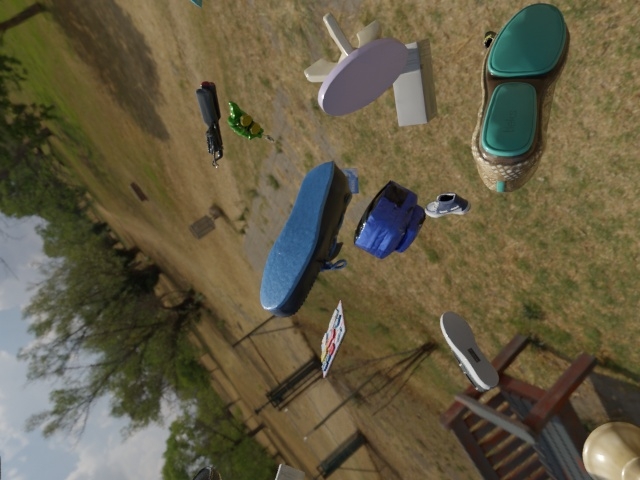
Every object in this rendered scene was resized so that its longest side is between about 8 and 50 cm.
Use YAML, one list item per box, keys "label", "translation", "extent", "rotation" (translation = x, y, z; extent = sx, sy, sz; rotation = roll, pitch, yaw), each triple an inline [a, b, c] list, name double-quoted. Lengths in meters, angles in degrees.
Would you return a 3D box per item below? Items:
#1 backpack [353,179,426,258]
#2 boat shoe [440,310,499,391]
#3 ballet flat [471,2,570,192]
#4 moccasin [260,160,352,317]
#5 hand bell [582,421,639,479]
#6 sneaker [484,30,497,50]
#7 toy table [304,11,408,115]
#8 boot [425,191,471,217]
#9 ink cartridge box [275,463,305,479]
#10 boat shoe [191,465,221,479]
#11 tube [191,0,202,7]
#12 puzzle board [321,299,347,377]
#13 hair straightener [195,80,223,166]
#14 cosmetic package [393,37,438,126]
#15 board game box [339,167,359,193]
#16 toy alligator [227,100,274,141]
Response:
- label: "backpack"
  translation: [0.119, -0.029, 0.810]
  extent: [0.101, 0.120, 0.098]
  rotation: [30, 137, 11]
- label: "boat shoe"
  translation: [0.240, 0.186, 0.787]
  extent: [0.040, 0.049, 0.142]
  rotation: [103, 147, -52]
- label: "ballet flat"
  translation: [0.178, -0.128, 0.432]
  extent: [0.073, 0.206, 0.067]
  rotation: [15, 152, 24]
- label: "moccasin"
  translation: [0.000, 0.000, 0.910]
  extent: [0.137, 0.342, 0.117]
  rotation: [-5, 143, 44]
- label: "hand bell"
  translation: [0.528, 0.392, 0.736]
  extent: [0.126, 0.126, 0.242]
  rotation: [54, -175, 3]
- label: "sneaker"
  translation: [0.359, -0.417, 0.989]
  extent: [0.035, 0.031, 0.083]
  rotation: [28, -137, -34]
- label: "toy table"
  translation: [0.088, -0.494, 1.324]
  extent: [0.161, 0.274, 0.252]
  rotation: [60, 175, 31]
- label: "boot"
  translation: [0.417, -0.129, 1.623]
  extent: [0.086, 0.069, 0.190]
  rotation: [30, 161, -30]
- label: "ink cartridge box"
  translation: [-0.072, 0.478, 0.836]
  extent: [0.052, 0.122, 0.089]
  rotation: [17, 122, 2]
- label: "boat shoe"
  translation: [-0.295, 0.583, 1.037]
  extent: [0.079, 0.095, 0.254]
  rotation: [60, -161, -9]
- label: "tube"
  translation: [-0.240, -0.400, 0.626]
  extent: [0.052, 0.080, 0.207]
  rotation: [-12, 157, 38]
- label: "puzzle board"
  translation: [0.024, 0.198, 0.958]
  extent: [0.096, 0.011, 0.128]
  rotation: [-98, 25, -60]
- label: "hair straightener"
  translation: [-0.288, -0.283, 1.218]
  extent: [0.047, 0.089, 0.231]
  rotation: [8, 131, 5]
- label: "cosmetic package"
  translation: [0.289, -0.484, 1.460]
  extent: [0.107, 0.127, 0.238]
  rotation: [-3, 114, 32]
- label: "board game box"
  translation: [0.087, -0.205, 1.652]
  extent: [0.020, 0.089, 0.090]
  rotation: [-32, -63, -87]
- label: "toy alligator"
  translation: [-0.179, -0.276, 1.175]
  extent: [0.056, 0.051, 0.189]
  rotation: [40, -178, 31]
